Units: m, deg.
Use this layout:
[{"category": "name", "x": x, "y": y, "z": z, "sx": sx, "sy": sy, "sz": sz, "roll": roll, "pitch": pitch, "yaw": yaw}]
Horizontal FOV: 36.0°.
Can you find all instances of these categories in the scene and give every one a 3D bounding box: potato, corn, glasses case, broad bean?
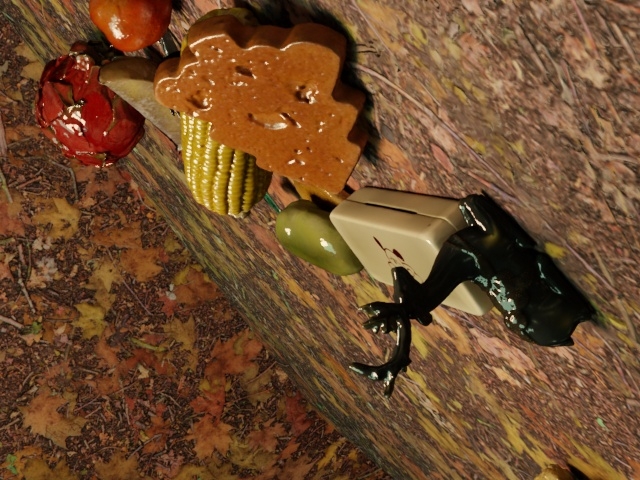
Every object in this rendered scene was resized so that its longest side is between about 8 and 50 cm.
[{"category": "potato", "x": -0.301, "y": -0.286, "z": 1.862, "sx": 0.261, "sy": 0.100, "sz": 0.120, "roll": 42, "pitch": -144, "yaw": -52}, {"category": "corn", "x": -0.133, "y": -0.170, "z": 1.386, "sx": 0.144, "sy": 0.144, "sz": 0.387, "roll": 43, "pitch": 156, "yaw": 23}, {"category": "glasses case", "x": 0.124, "y": 0.007, "z": 1.275, "sx": 0.131, "sy": 0.070, "sz": 0.313, "roll": 53, "pitch": 166, "yaw": -19}, {"category": "broad bean", "x": 0.000, "y": 0.000, "z": 1.493, "sx": 0.174, "sy": 0.082, "sz": 0.124, "roll": 35, "pitch": 165, "yaw": 46}]

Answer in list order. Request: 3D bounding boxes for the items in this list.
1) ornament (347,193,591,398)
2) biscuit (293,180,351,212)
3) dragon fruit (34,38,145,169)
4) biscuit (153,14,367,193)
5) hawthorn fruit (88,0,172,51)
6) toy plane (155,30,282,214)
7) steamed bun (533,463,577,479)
[{"category": "ornament", "x": 0.149, "y": 0.096, "z": 1.076, "sx": 0.202, "sy": 0.236, "sz": 0.080, "roll": 48, "pitch": 171, "yaw": 1}, {"category": "biscuit", "x": -0.006, "y": -0.089, "z": 1.509, "sx": 0.240, "sy": 0.035, "sz": 0.158, "roll": 45, "pitch": 165, "yaw": 15}, {"category": "dragon fruit", "x": -0.495, "y": -0.289, "z": 2.110, "sx": 0.244, "sy": 0.244, "sz": 0.299, "roll": 41, "pitch": 147, "yaw": 30}, {"category": "biscuit", "x": -0.051, "y": -0.160, "z": 1.205, "sx": 0.284, "sy": 0.043, "sz": 0.306, "roll": -6, "pitch": 143, "yaw": 32}, {"category": "hawthorn fruit", "x": -0.274, "y": -0.350, "z": 1.475, "sx": 0.125, "sy": 0.140, "sz": 0.125, "roll": -22, "pitch": -90, "yaw": -76}, {"category": "toy plane", "x": -0.167, "y": -0.184, "z": 1.644, "sx": 0.381, "sy": 0.106, "sz": 0.155, "roll": 53, "pitch": 173, "yaw": -22}, {"category": "steamed bun", "x": 0.408, "y": 0.426, "z": 1.504, "sx": 0.192, "sy": 0.106, "sz": 0.177, "roll": 37, "pitch": -178, "yaw": -6}]
